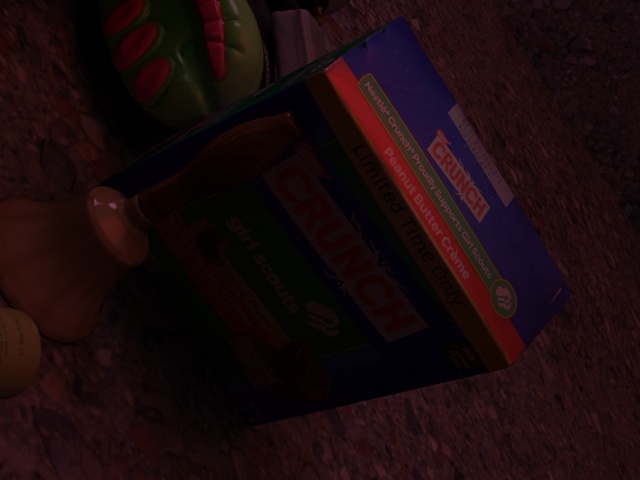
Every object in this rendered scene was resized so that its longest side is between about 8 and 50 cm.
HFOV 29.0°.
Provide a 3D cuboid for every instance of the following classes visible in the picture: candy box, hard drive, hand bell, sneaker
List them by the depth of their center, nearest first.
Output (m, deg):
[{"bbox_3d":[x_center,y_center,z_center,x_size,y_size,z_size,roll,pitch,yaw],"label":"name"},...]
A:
[{"bbox_3d":[-0.116,-0.029,0.916,0.126,0.242,0.126,48,25,-32],"label":"hand bell"},{"bbox_3d":[0.000,0.000,1.027,0.268,0.317,0.122,57,45,-12],"label":"candy box"},{"bbox_3d":[-0.158,-0.282,1.289,0.202,0.185,0.483,64,12,-60],"label":"sneaker"},{"bbox_3d":[-0.006,-0.073,1.292,0.203,0.040,0.308,-26,110,-84],"label":"hard drive"}]

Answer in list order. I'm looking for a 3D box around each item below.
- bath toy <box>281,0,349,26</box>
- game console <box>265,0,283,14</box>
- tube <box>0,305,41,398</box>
[{"bbox_3d":[-0.020,-0.357,1.505,0.348,0.151,0.129,113,-7,-73],"label":"bath toy"},{"bbox_3d":[-0.098,-0.432,1.425,0.213,0.044,0.361,110,-33,-65],"label":"game console"},{"bbox_3d":[-0.268,0.058,0.723,0.070,0.062,0.240,27,6,34],"label":"tube"}]
